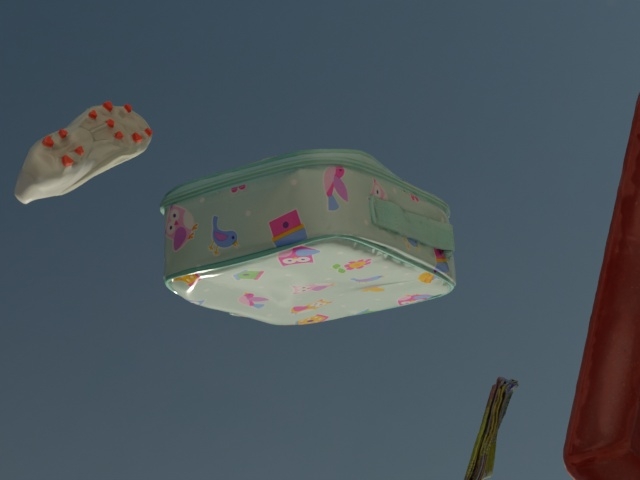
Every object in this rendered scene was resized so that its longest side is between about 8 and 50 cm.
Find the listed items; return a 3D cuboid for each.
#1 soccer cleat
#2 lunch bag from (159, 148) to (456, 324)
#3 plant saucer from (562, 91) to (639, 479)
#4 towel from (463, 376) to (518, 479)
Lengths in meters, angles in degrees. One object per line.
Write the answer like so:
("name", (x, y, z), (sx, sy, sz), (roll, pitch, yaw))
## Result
("soccer cleat", (-0.248, -0.092, 1.407), (0.068, 0.076, 0.196), (49, -148, 4))
("lunch bag", (0.000, 0.000, 1.290), (0.279, 0.224, 0.108), (21, -123, -58))
("plant saucer", (0.243, 0.071, 0.731), (0.047, 0.259, 0.259), (-2, -68, -25))
("towel", (0.091, 0.101, 0.714), (0.083, 0.009, 0.060), (25, -98, -76))
